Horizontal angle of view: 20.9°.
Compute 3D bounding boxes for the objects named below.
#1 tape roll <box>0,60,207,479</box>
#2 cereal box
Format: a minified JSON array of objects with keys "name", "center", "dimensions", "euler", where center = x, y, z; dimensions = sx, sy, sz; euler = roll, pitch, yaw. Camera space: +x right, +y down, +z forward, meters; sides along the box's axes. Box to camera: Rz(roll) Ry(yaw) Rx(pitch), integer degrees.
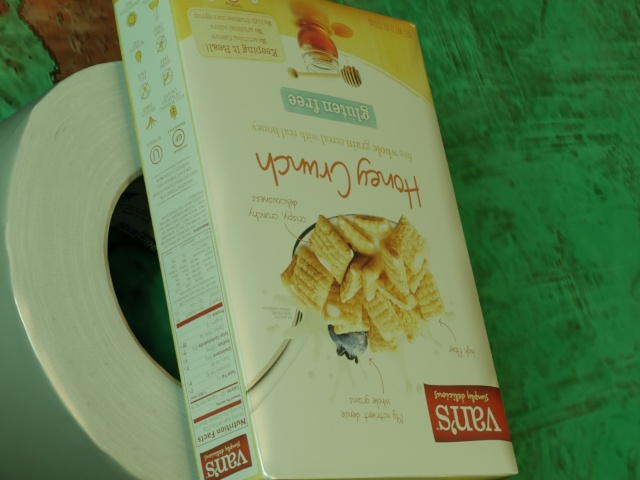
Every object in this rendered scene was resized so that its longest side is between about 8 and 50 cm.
[{"name":"tape roll","center":[-0.076,0.030,0.800],"dimensions":[0.219,0.072,0.219],"euler":[26,50,-37]},{"name":"cereal box","center":[0.000,0.000,0.804],"dimensions":[0.173,0.047,0.240],"euler":[6,65,-46]}]
